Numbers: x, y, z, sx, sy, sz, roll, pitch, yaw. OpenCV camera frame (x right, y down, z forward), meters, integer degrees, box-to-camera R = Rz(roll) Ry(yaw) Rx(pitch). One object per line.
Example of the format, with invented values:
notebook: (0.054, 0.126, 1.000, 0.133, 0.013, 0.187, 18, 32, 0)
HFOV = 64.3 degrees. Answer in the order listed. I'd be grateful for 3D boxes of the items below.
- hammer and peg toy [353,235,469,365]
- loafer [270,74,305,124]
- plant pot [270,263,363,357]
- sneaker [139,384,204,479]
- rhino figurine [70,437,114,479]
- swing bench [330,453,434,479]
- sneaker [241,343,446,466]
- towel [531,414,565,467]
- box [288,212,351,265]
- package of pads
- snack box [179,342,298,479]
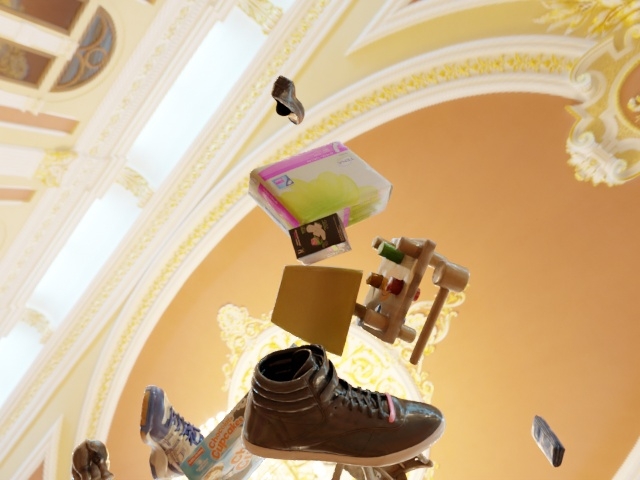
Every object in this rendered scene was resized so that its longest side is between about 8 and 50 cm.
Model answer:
hammer and peg toy: (0.182, 0.118, 1.189, 0.127, 0.361, 0.266, 25, -94, -11)
loafer: (-0.101, -0.398, 1.503, 0.076, 0.223, 0.078, 31, -98, 16)
plant pot: (-0.021, 0.153, 1.293, 0.187, 0.212, 0.212, 15, -93, -5)
sneaker: (-0.338, 0.442, 1.188, 0.131, 0.112, 0.296, -2, -54, -3)
rhino figurine: (-0.486, 0.503, 1.078, 0.106, 0.073, 0.243, 56, -41, 30)
swing bench: (0.125, 0.540, 1.083, 0.165, 0.255, 0.253, -24, -58, 23)
sneaker: (0.035, 0.222, 0.707, 0.295, 0.104, 0.147, 0, -66, -2)
towel: (0.560, 0.497, 1.263, 0.029, 0.119, 0.067, -1, -70, -5)
box: (0.000, 0.000, 0.817, 0.083, 0.062, 0.052, -19, -108, 7)
package of pads: (0.006, -0.122, 1.260, 0.229, 0.296, 0.101, 45, -36, 29)
snack box: (-0.121, 0.379, 1.066, 0.060, 0.187, 0.322, 36, -104, 32)
